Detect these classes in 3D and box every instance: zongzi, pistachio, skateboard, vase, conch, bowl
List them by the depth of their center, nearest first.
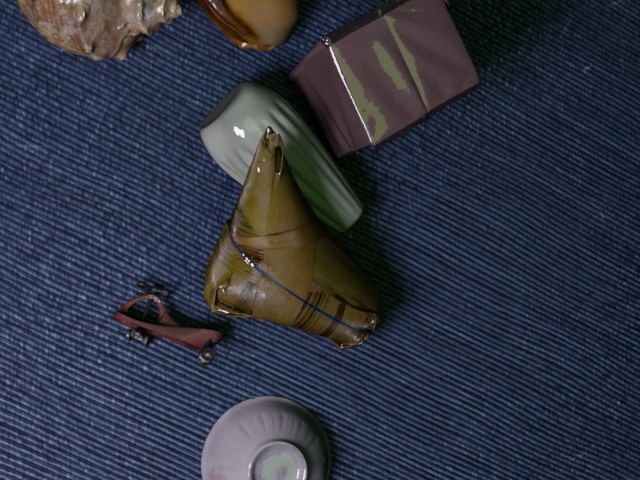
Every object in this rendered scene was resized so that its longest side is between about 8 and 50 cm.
[{"bbox_3d":[-0.314,-0.413,1.308,0.352,0.210,0.297,37,64,-13],"label":"conch"},{"bbox_3d":[0.000,0.000,1.335,0.260,0.123,0.289,18,126,-14],"label":"zongzi"},{"bbox_3d":[-0.115,-0.347,1.377,0.210,0.130,0.165,45,34,-36],"label":"pistachio"},{"bbox_3d":[-0.205,0.112,1.380,0.151,0.067,0.080,19,74,-8],"label":"skateboard"},{"bbox_3d":[-0.065,0.311,1.388,0.189,0.086,0.189,1,88,-14],"label":"bowl"},{"bbox_3d":[-0.045,-0.103,1.396,0.248,0.128,0.128,42,79,-18],"label":"vase"}]

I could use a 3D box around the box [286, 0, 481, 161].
[{"bbox_3d":[0.080,-0.218,1.360,0.188,0.252,0.153,-30,96,-14],"label":"box"}]
